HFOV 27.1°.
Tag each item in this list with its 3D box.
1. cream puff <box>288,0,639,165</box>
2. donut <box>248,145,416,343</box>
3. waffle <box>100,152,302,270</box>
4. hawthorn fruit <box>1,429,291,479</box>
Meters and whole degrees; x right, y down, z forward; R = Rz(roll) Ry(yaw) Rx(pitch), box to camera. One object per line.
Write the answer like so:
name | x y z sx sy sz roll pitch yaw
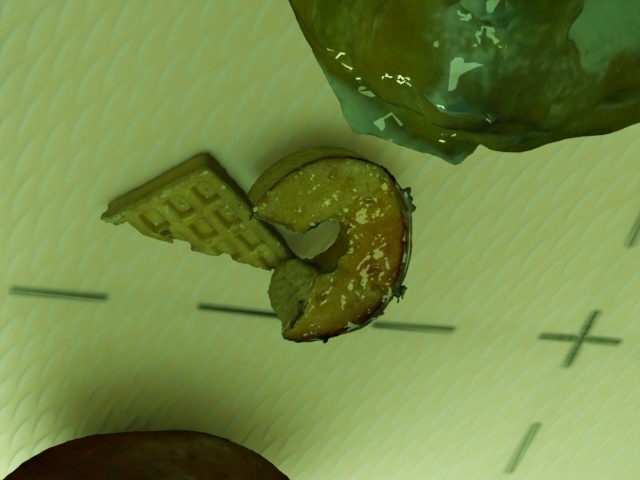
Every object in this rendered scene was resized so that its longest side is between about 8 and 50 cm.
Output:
cream puff | 0.125 -0.239 0.885 0.378 0.275 0.378 -26 143 -22
donut | 0.010 -0.005 1.176 0.146 0.078 0.181 -20 120 -12
waffle | -0.095 0.009 1.220 0.125 0.032 0.191 -27 128 16
hawthorn fruit | -0.146 0.373 1.337 0.403 0.402 0.402 -3 133 -3
